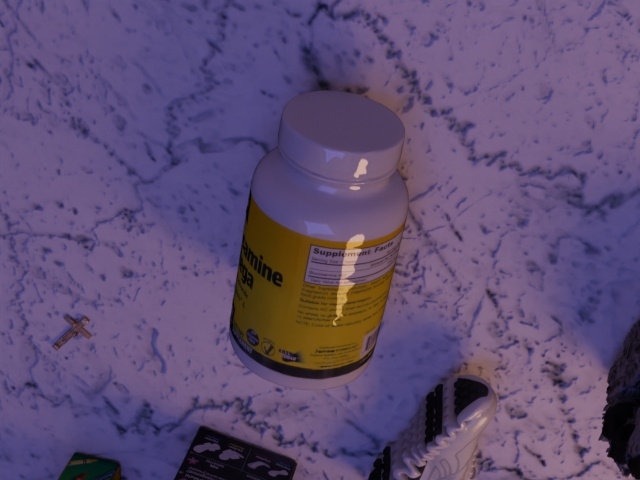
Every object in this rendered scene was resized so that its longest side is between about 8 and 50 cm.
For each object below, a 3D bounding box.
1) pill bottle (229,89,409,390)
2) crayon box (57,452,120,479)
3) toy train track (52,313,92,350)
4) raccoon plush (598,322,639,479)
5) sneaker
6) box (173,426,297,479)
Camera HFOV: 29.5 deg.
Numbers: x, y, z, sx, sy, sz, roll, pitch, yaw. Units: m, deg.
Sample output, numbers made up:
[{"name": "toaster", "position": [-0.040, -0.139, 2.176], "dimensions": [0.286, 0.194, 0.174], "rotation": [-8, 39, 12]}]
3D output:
[{"name": "pill bottle", "position": [0.000, 0.000, 1.452], "dimensions": [0.188, 0.188, 0.334], "rotation": [15, 124, 6]}, {"name": "crayon box", "position": [-0.375, 0.489, 1.878], "dimensions": [0.081, 0.165, 0.278], "rotation": [11, 124, 8]}, {"name": "toy train track", "position": [-0.360, 0.136, 1.743], "dimensions": [0.048, 0.014, 0.083], "rotation": [43, 123, -12]}, {"name": "raccoon plush", "position": [0.536, 0.170, 1.413], "dimensions": [0.299, 0.216, 0.446], "rotation": [19, 125, -6]}, {"name": "sneaker", "position": [0.170, 0.286, 1.645], "dimensions": [0.118, 0.110, 0.292], "rotation": [24, 133, -10]}, {"name": "box", "position": [-0.153, 0.428, 1.792], "dimensions": [0.163, 0.142, 0.247], "rotation": [20, 124, 2]}]
